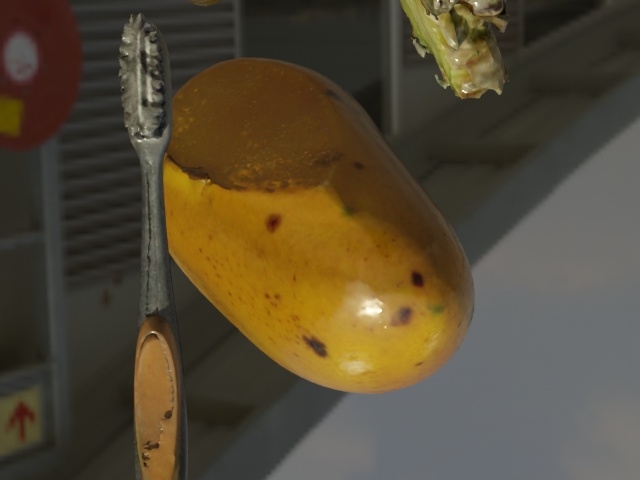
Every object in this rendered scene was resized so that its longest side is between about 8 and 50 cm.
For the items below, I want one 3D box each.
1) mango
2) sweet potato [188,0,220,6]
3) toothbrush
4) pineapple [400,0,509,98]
[{"bbox_3d":[0.000,0.000,1.019,0.160,0.191,0.290,-34,-145,-10],"label":"mango"},{"bbox_3d":[-0.081,-0.136,0.523,0.077,0.077,0.243,4,152,26],"label":"sweet potato"},{"bbox_3d":[-0.062,0.068,0.630,0.023,0.321,0.031,-5,171,6],"label":"toothbrush"},{"bbox_3d":[0.080,-0.158,0.684,0.140,0.164,0.250,-23,169,-5],"label":"pineapple"}]
